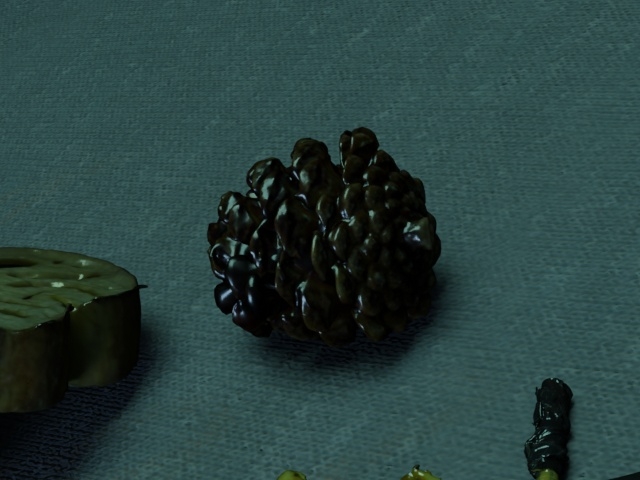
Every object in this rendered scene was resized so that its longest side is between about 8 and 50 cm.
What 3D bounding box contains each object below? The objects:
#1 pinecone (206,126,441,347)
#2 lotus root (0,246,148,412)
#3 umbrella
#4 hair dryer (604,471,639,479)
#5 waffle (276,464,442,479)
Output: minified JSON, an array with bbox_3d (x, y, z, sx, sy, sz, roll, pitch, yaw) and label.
[{"bbox_3d":[0.000,0.000,1.704,0.272,0.224,0.224,-1,37,41],"label":"pinecone"},{"bbox_3d":[-0.386,0.079,1.770,0.375,0.111,0.390,18,18,34],"label":"lotus root"},{"bbox_3d":[0.202,0.175,1.463,0.040,0.037,0.144,-1,32,11],"label":"umbrella"},{"bbox_3d":[0.277,0.276,1.249,0.235,0.091,0.272,-22,41,-17],"label":"hair dryer"},{"bbox_3d":[0.029,0.270,1.401,0.253,0.056,0.249,-21,36,-1],"label":"waffle"}]
